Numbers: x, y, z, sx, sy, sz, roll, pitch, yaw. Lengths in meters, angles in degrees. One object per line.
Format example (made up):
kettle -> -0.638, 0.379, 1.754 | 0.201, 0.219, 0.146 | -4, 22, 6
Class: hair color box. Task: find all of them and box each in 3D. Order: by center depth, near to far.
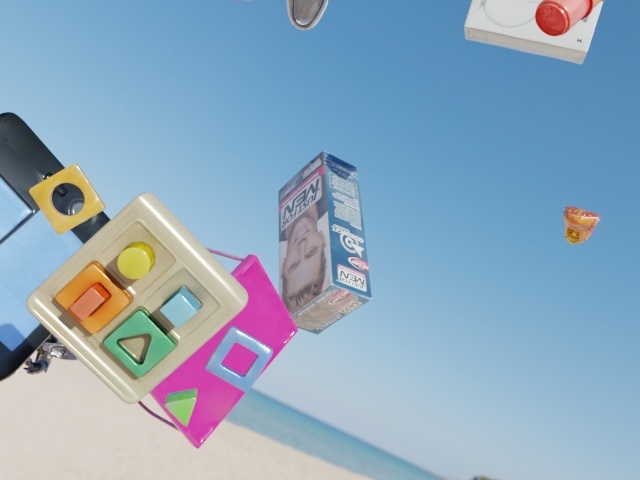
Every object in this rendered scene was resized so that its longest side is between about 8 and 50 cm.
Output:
hair color box -> 0.000, 0.000, 1.431 | 0.105, 0.347, 0.174 | 23, -44, -31

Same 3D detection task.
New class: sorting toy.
sorting toy -> -0.212, 0.071, 0.787 | 0.348, 0.196, 0.047 | 47, 1, -11

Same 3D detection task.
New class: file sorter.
file sorter -> -0.227, 0.180, 1.249 | 0.182, 0.291, 0.202 | 12, -40, 42

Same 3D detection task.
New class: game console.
game console -> -0.555, 0.012, 1.171 | 0.060, 0.386, 0.342 | -8, -54, 41

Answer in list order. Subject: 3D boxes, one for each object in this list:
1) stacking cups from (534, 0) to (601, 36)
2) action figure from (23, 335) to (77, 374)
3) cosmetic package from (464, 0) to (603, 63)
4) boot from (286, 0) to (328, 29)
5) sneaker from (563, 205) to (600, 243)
stacking cups -> 0.476, -0.445, 1.130 | 0.096, 0.316, 0.096 | 38, -20, 16
action figure -> -0.673, 0.242, 1.693 | 0.099, 0.185, 0.285 | 12, -16, -30
cosmetic package -> 0.525, -0.629, 1.574 | 0.284, 0.377, 0.097 | 17, 1, 13
boot -> -0.014, -0.400, 1.033 | 0.069, 0.086, 0.190 | 14, -51, -3
sneaker -> 0.488, -0.025, 1.277 | 0.064, 0.067, 0.175 | 23, 5, 29
